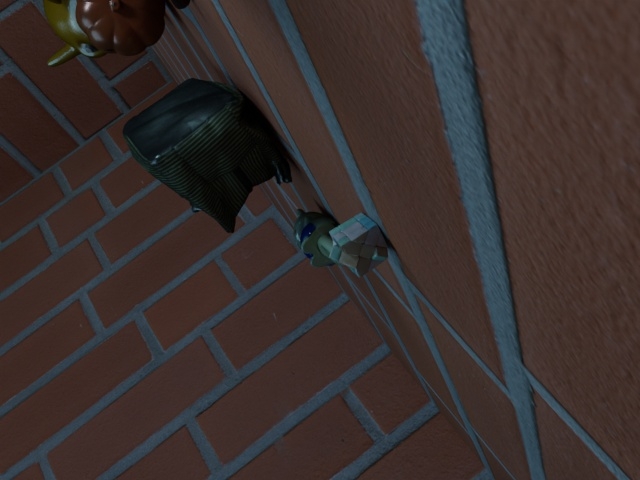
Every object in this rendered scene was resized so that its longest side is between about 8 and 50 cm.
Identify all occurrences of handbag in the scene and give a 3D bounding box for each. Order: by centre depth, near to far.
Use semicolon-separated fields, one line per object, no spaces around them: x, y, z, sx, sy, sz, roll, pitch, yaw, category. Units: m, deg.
-0.228;-0.178;1.441;0.240;0.247;0.340;54;170;-31;handbag

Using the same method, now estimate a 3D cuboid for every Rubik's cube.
0.056;0.012;1.036;0.073;0.084;0.075;60;-171;-28;Rubik's cube

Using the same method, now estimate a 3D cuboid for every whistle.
0.000;0.000;1.451;0.110;0.092;0.244;60;175;-25;whistle

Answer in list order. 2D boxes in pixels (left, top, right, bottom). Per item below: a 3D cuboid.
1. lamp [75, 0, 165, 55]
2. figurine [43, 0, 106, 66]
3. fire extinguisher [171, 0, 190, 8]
-0.416;-0.480;1.469;0.188;0.187;0.164;54;179;-13;lamp
-0.597;-0.632;1.674;0.401;0.268;0.387;31;146;51;figurine
-0.250;-0.428;1.088;0.049;0.035;0.173;54;-179;38;fire extinguisher
